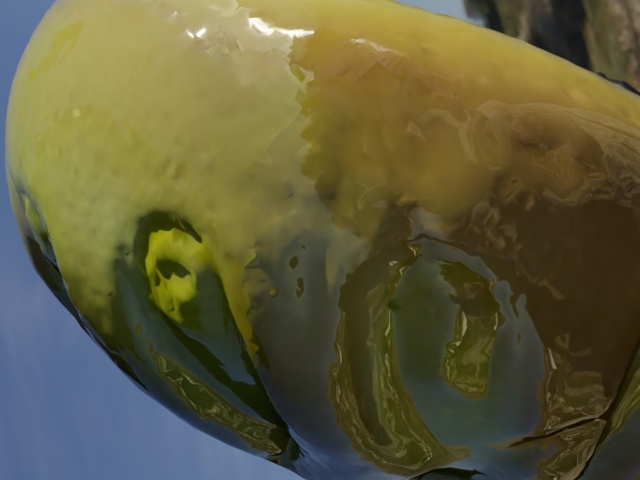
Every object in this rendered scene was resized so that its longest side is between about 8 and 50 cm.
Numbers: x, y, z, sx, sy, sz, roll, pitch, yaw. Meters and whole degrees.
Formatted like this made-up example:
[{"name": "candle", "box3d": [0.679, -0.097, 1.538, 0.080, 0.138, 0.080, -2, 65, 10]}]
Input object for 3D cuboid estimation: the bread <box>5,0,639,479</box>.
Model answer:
[{"name": "bread", "box3d": [-0.013, -0.004, 0.445, 0.156, 0.260, 0.158, 16, -87, -40]}]
